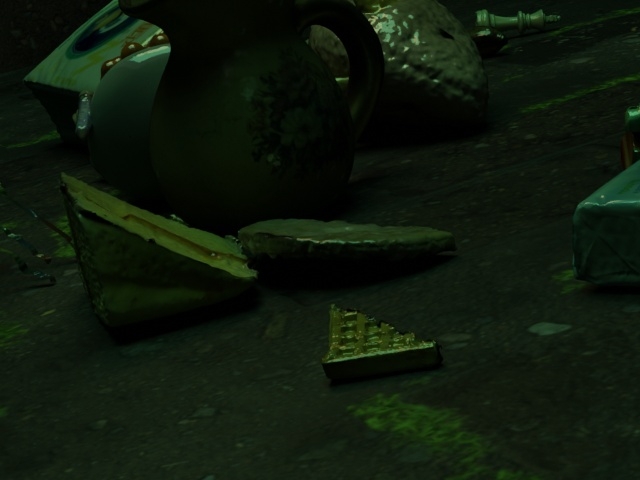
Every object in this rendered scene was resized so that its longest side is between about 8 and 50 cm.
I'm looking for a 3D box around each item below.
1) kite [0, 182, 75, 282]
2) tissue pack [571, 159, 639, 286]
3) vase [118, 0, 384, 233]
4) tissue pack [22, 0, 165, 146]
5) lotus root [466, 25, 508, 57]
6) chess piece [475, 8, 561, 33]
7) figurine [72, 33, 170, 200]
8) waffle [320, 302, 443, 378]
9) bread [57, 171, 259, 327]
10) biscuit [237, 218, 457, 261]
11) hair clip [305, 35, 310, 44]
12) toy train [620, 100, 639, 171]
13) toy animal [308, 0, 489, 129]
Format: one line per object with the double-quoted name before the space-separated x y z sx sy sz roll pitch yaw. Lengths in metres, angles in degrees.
"kite" -0.406 -0.058 1.753 0.310 0.015 0.169 33 29 2
"tissue pack" 0.352 -0.039 1.338 0.177 0.089 0.263 1 20 35
"vase" -0.058 -0.184 1.775 0.329 0.302 0.241 -21 17 -34
"tissue pack" -0.290 -0.281 2.437 0.287 0.162 0.388 -44 25 -15
"lotus root" 0.271 -0.333 2.542 0.099 0.054 0.049 -3 38 33
"chess piece" 0.349 -0.382 2.674 0.149 0.059 0.059 -4 15 2
"figurine" -0.208 -0.152 2.044 0.225 0.205 0.382 -29 1 -7
"waffle" 0.051 0.078 1.270 0.097 0.023 0.152 -9 15 4
"bread" -0.160 -0.009 1.530 0.178 0.135 0.240 -14 12 -11
"biscuit" 0.001 0.001 1.517 0.250 0.032 0.133 5 9 41
"hair clip" -0.037 -0.281 2.509 0.321 0.091 0.138 -21 25 -15
"toy train" 0.391 -0.109 1.528 0.176 0.118 0.074 -3 51 2
"toy animal" 0.095 -0.257 2.105 0.226 0.188 0.358 20 4 -21
